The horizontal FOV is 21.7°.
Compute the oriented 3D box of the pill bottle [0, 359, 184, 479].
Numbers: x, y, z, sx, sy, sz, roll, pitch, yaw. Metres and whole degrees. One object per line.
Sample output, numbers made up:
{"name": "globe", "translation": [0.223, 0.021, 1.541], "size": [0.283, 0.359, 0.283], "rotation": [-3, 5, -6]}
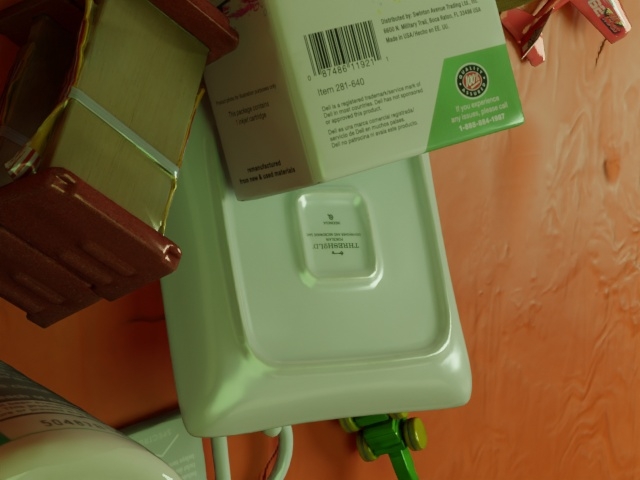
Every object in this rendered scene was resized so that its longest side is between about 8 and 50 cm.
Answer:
{"name": "pill bottle", "translation": [-0.240, 0.162, 1.006], "size": [0.204, 0.361, 0.204], "rotation": [-11, 110, -35]}

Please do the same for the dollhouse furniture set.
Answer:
{"name": "dollhouse furniture set", "translation": [-0.239, -0.134, 1.025], "size": [0.374, 0.152, 0.201], "rotation": [38, 49, -32]}

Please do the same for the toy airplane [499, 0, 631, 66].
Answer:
{"name": "toy airplane", "translation": [0.214, -0.213, 1.464], "size": [0.151, 0.028, 0.151], "rotation": [-9, 105, -33]}

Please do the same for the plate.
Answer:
{"name": "plate", "translation": [0.000, 0.000, 1.276], "size": [0.277, 0.045, 0.278], "rotation": [-2, 77, -36]}

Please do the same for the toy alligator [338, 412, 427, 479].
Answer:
{"name": "toy alligator", "translation": [0.043, 0.131, 1.418], "size": [0.189, 0.056, 0.051], "rotation": [59, 24, -31]}

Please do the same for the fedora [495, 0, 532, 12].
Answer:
{"name": "fedora", "translation": [0.128, -0.271, 1.319], "size": [0.079, 0.194, 0.194], "rotation": [-36, 131, -69]}

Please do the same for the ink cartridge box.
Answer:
{"name": "ink cartridge box", "translation": [0.011, -0.190, 1.211], "size": [0.201, 0.117, 0.278], "rotation": [-18, 95, -34]}

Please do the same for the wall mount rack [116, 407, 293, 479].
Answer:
{"name": "wall mount rack", "translation": [-0.129, 0.265, 1.269], "size": [0.350, 0.130, 0.304], "rotation": [-19, 113, -32]}
